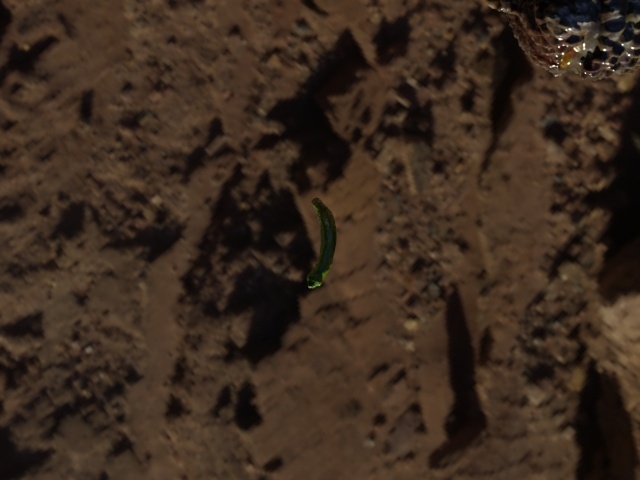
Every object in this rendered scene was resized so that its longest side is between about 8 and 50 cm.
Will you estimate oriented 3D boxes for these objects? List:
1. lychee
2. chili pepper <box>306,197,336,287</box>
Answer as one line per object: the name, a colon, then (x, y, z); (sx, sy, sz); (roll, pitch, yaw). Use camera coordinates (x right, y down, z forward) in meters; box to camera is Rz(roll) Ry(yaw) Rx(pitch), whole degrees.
lychee: (0.106, -0.098, 0.515); (0.083, 0.068, 0.067); (6, 124, 0)
chili pepper: (-0.001, 0.000, 1.069); (0.017, 0.030, 0.083); (33, 56, -46)
